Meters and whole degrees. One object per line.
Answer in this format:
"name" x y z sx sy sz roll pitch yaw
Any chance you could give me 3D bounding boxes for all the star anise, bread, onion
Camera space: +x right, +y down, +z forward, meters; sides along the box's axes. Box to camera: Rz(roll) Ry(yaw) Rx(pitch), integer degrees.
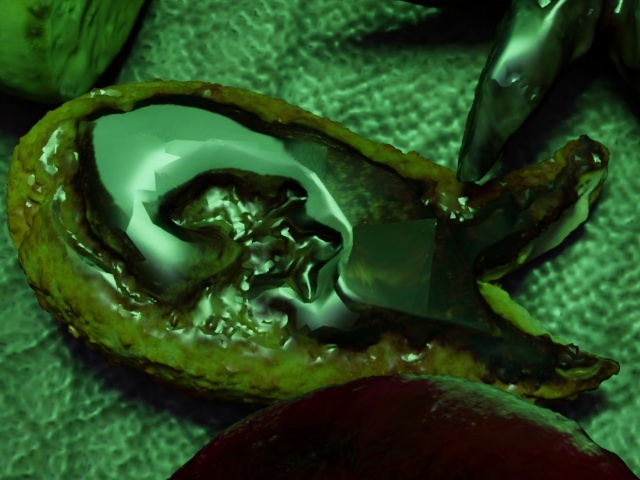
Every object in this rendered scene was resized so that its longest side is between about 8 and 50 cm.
"star anise" 0.124 -0.143 0.795 0.272 0.102 0.272 2 64 -5
"bread" -0.004 0.007 0.792 0.268 0.095 0.139 10 73 -9
"onion" 0.014 0.177 0.670 0.272 0.195 0.272 -5 77 24

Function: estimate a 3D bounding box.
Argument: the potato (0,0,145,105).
"potato" -0.130 -0.204 0.825 0.176 0.141 0.298 -7 82 15
